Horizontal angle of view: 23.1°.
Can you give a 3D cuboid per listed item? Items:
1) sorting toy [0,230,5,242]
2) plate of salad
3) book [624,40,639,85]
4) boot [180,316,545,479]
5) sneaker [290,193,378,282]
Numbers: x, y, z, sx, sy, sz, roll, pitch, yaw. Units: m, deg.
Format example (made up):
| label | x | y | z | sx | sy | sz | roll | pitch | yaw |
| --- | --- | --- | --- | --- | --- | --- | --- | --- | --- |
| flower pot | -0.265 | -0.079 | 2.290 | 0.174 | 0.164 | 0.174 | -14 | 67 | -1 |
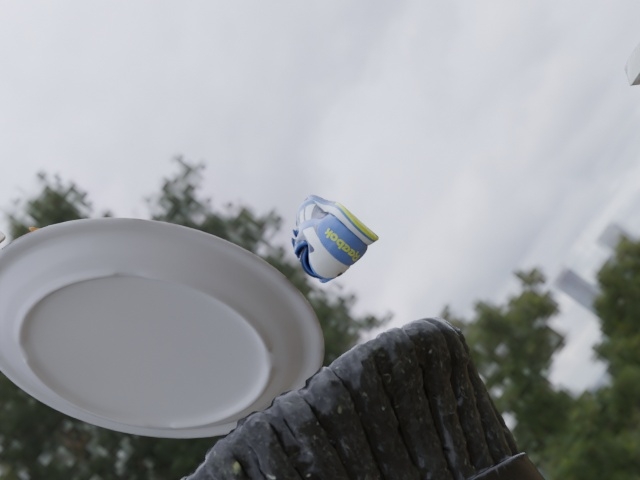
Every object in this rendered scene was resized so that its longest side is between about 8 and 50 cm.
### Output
| label | x | y | z | sx | sy | sz | roll | pitch | yaw |
| --- | --- | --- | --- | --- | --- | --- | --- | --- | --- |
| sorting toy | -0.260 | 0.020 | 1.051 | 0.045 | 0.075 | 0.083 | -31 | -34 | -55 |
| plate of salad | -0.096 | 0.047 | 0.882 | 0.200 | 0.199 | 0.048 | 114 | 166 | -47 |
| book | 0.332 | -0.163 | 1.273 | 0.144 | 0.035 | 0.096 | -7 | -22 | -13 |
| boot | 0.019 | 0.196 | 0.645 | 0.131 | 0.260 | 0.348 | -39 | -5 | 35 |
| sneaker | 0.000 | 0.000 | 1.283 | 0.059 | 0.053 | 0.144 | -53 | 10 | -4 |
